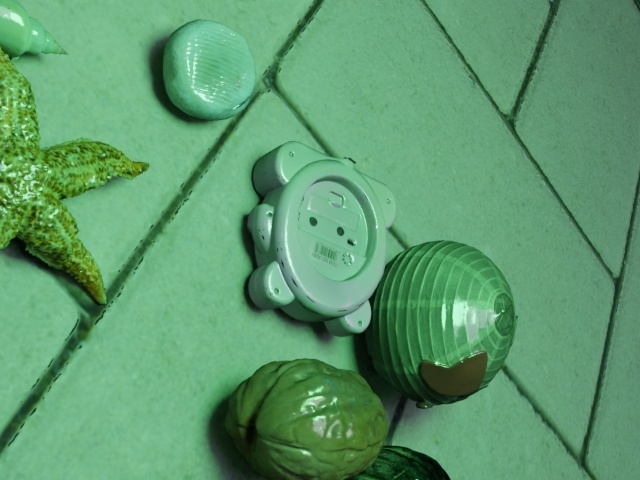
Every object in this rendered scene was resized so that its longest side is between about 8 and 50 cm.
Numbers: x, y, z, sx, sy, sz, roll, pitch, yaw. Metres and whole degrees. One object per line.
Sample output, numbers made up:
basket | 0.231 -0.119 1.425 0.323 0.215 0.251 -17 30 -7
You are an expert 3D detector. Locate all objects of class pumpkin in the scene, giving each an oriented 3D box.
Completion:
pumpkin | 0.095 0.388 1.215 0.221 0.162 0.220 5 83 -43

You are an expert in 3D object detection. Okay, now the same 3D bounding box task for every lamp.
lamp | 0.184 0.123 1.359 0.265 0.233 0.233 -45 110 -41

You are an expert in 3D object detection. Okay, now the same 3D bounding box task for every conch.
conch | -0.370 -0.235 1.017 0.180 0.088 0.065 16 20 -37

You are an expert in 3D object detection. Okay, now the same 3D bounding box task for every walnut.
walnut | -0.007 0.233 1.149 0.230 0.178 0.178 11 68 -50

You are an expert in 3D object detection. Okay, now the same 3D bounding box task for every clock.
clock | 0.000 0.000 1.295 0.228 0.090 0.247 23 63 -30

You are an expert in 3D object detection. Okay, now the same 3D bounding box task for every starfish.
starfish | -0.330 -0.039 0.953 0.347 0.078 0.357 45 55 -39

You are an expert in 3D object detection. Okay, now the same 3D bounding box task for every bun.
bun | -0.157 -0.228 1.227 0.141 0.083 0.140 7 80 -41
